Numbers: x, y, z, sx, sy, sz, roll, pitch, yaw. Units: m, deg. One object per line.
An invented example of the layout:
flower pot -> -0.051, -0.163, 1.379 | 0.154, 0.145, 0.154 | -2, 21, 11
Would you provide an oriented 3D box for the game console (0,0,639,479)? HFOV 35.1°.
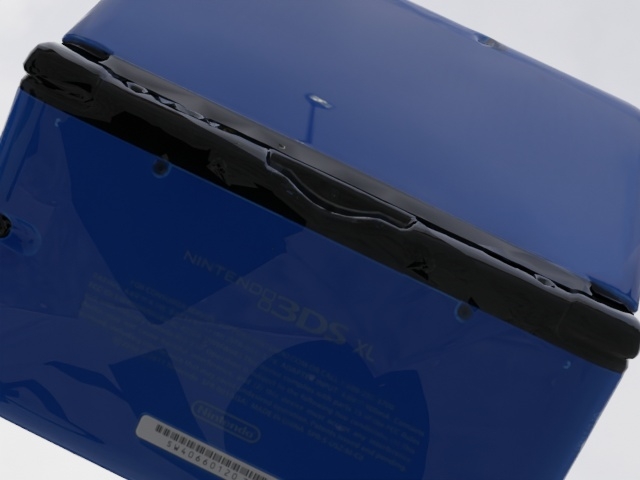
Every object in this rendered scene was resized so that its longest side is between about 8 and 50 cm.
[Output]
game console -> 0.000, 0.000, 0.513 | 0.293, 0.173, 0.250 | 26, -75, 3
